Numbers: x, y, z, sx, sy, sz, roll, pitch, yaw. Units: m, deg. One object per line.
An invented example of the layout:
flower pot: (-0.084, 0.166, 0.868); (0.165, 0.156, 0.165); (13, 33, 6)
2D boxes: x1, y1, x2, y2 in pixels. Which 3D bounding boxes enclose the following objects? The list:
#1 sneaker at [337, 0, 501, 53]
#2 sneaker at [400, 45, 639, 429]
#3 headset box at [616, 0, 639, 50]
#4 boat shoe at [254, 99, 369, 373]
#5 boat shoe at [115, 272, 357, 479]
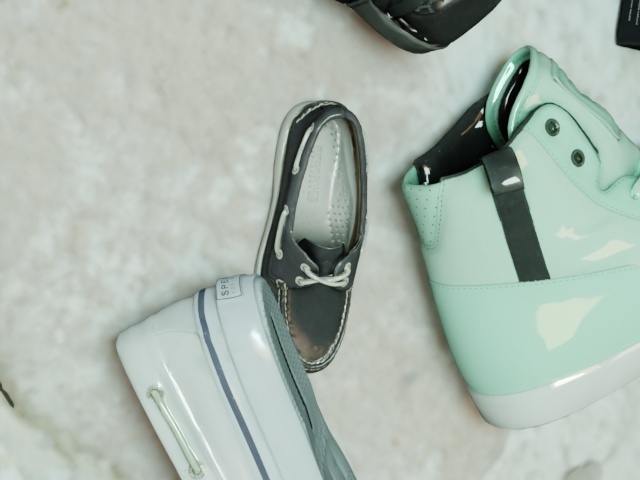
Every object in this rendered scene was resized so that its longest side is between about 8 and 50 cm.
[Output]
sneaker: (0.012, -0.144, 0.822); (0.293, 0.102, 0.146); (-19, 103, -17)
sneaker: (0.160, -0.036, 0.888); (0.256, 0.094, 0.151); (-29, 111, -12)
headset box: (0.307, -0.126, 0.833); (0.246, 0.283, 0.131); (7, 94, -21)
boat shoe: (0.000, 0.000, 0.869); (0.046, 0.038, 0.125); (6, 94, -20)
boat shoe: (-0.022, 0.124, 0.866); (0.075, 0.083, 0.226); (-18, 101, 10)
